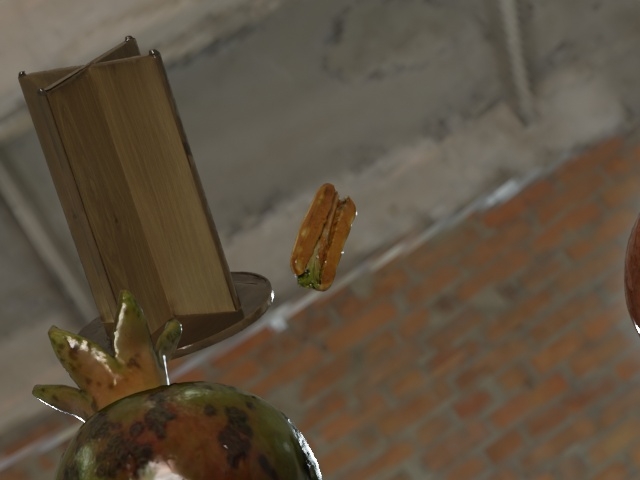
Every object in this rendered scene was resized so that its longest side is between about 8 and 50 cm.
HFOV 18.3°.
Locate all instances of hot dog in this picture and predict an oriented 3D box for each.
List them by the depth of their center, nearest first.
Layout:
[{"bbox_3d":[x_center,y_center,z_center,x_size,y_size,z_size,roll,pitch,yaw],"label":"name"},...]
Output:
[{"bbox_3d":[0.000,0.000,1.315,0.037,0.083,0.021,39,-37,-22],"label":"hot dog"}]

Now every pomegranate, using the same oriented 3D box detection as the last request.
[{"bbox_3d":[-0.084,0.123,1.145,0.156,0.220,0.156,-16,-23,-7],"label":"pomegranate"}]

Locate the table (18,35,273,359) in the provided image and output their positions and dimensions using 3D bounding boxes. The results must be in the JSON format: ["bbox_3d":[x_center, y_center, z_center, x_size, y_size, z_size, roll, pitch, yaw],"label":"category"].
[{"bbox_3d":[-0.149,-0.035,1.559,0.167,0.167,0.226,-24,-71,-20],"label":"table"}]

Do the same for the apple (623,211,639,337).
[{"bbox_3d":[0.356,0.024,1.628,0.210,0.173,0.235,5,-53,12],"label":"apple"}]
